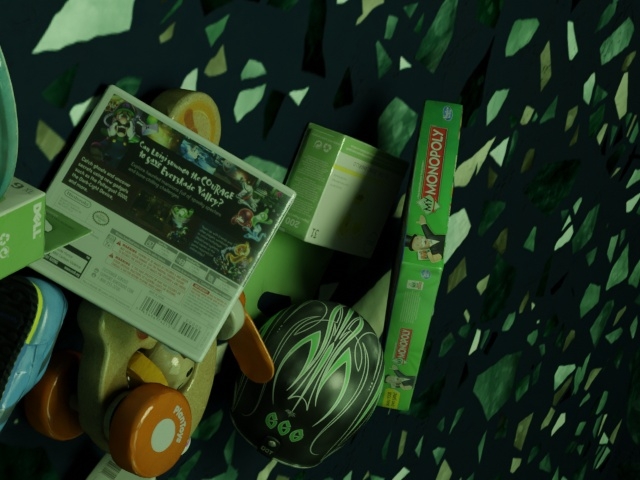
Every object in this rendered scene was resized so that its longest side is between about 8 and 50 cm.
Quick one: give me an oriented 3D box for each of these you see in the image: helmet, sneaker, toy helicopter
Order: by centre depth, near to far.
[{"bbox_3d":[-0.278,0.131,1.397,0.209,0.069,0.082,-63,155,-4],"label":"sneaker"},{"bbox_3d":[-0.132,0.035,1.508,0.235,0.140,0.355,-8,110,-53],"label":"toy helicopter"},{"bbox_3d":[-0.009,0.147,1.756,0.169,0.169,0.162,-3,129,-59],"label":"helmet"}]

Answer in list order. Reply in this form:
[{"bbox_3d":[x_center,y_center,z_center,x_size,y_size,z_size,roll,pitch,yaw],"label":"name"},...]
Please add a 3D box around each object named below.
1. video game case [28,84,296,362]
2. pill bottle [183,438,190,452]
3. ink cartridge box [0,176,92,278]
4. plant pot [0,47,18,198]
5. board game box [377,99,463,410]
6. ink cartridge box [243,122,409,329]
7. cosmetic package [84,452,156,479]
[{"bbox_3d":[-0.144,-0.014,1.405,0.173,0.190,0.022,-60,-175,-8],"label":"video game case"},{"bbox_3d":[-0.161,0.184,1.661,0.043,0.043,0.083,-47,147,-30],"label":"pill bottle"},{"bbox_3d":[-0.281,-0.015,1.233,0.209,0.109,0.062,-31,138,-46],"label":"ink cartridge box"},{"bbox_3d":[-0.354,-0.067,0.903,0.255,0.271,0.272,-39,143,-36],"label":"plant pot"},{"bbox_3d":[0.107,0.023,1.810,0.317,0.046,0.214,97,3,-57],"label":"board game box"},{"bbox_3d":[0.000,0.000,1.780,0.171,0.056,0.235,16,96,-62],"label":"ink cartridge box"},{"bbox_3d":[-0.248,0.323,1.581,0.239,0.060,0.099,-54,170,-19],"label":"cosmetic package"}]
